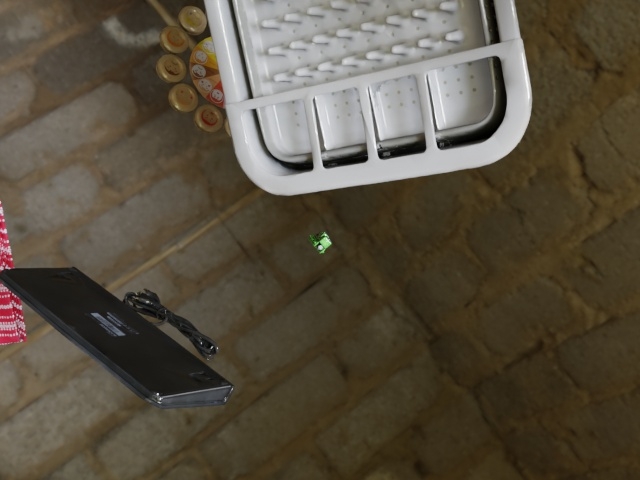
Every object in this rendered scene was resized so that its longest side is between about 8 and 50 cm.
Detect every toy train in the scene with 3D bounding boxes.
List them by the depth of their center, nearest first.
[{"bbox_3d":[0.000,0.000,1.190,0.023,0.017,0.083,-40,-171,1],"label":"toy train"}]

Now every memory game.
[{"bbox_3d":[-0.115,-0.213,1.140,0.186,0.186,0.012,-34,-176,-31],"label":"memory game"}]

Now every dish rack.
[{"bbox_3d":[0.032,-0.217,0.777,0.285,0.333,0.072,-7,-170,33],"label":"dish rack"}]

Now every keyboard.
[{"bbox_3d":[-0.223,0.108,1.080,0.201,0.317,0.033,1,114,-52],"label":"keyboard"}]

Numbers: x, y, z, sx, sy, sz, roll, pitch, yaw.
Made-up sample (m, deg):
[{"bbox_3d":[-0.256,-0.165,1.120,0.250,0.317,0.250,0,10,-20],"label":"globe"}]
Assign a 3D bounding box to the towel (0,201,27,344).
[{"bbox_3d":[-0.543,0.032,1.317,0.199,0.275,0.031,-5,-161,2],"label":"towel"}]
